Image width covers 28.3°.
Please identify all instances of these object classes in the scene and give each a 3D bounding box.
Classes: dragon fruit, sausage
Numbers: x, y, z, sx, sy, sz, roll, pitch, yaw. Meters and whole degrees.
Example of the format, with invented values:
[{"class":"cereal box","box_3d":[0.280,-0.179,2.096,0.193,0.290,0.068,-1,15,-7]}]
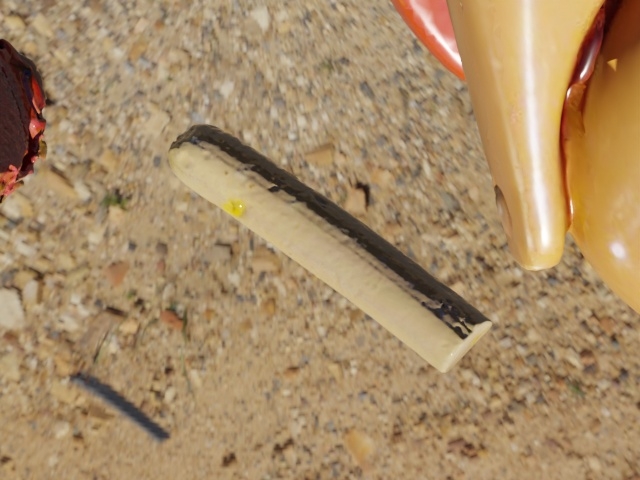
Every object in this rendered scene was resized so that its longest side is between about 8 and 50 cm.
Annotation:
[{"class":"dragon fruit","box_3d":[-0.257,-0.058,0.774,0.208,0.150,0.133,-39,99,-20]},{"class":"sausage","box_3d":[0.001,0.000,1.034,0.301,0.066,0.066,37,102,13]}]

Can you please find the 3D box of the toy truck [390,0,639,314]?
[{"class":"toy truck","box_3d":[0.101,-0.097,0.379,0.189,0.265,0.239,-14,102,0]}]
